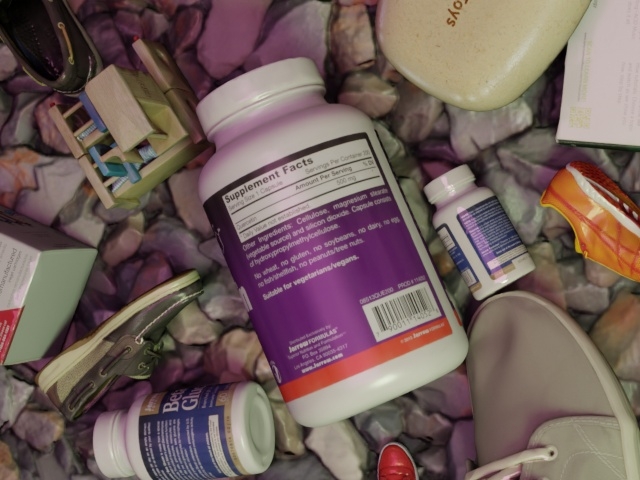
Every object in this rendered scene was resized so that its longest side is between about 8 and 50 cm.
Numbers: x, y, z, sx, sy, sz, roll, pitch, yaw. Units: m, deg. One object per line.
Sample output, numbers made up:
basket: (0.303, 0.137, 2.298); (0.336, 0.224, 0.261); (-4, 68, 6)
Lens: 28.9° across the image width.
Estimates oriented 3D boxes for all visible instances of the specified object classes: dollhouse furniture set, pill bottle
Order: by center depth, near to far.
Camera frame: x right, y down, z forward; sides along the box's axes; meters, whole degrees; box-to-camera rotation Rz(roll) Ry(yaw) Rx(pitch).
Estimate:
pill bottle: (0.000, 0.000, 1.170); (0.181, 0.181, 0.323); (-25, 83, 16)
pill bottle: (0.148, -0.009, 1.184); (0.067, 0.067, 0.120); (-31, 83, 15)
dollhouse furniture set: (-0.208, -0.120, 1.228); (0.129, 0.184, 0.129); (-35, 81, 15)
pill bottle: (-0.140, 0.198, 1.260); (0.169, 0.094, 0.094); (-10, 88, 16)

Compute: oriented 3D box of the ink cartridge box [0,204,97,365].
ink cartridge box: (-0.354, 0.034, 1.304); (0.176, 0.127, 0.128); (23, 98, 16)

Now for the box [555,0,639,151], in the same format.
box: (0.385, -0.187, 1.117); (0.322, 0.058, 0.232); (7, 93, 18)

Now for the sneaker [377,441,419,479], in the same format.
sneaker: (0.071, 0.260, 1.212); (0.042, 0.067, 0.118); (-4, 90, 16)

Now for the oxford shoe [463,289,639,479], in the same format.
oxford shoe: (0.190, 0.236, 1.059); (0.169, 0.130, 0.449); (-42, 45, 43)

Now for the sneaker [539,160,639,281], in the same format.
sneaker: (0.280, 0.003, 1.158); (0.175, 0.064, 0.067); (48, 124, 15)

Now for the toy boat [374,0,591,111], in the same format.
toy boat: (0.113, -0.291, 1.150); (0.318, 0.148, 0.267); (38, 124, 12)

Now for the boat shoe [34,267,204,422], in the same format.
boat shoe: (-0.198, 0.111, 1.289); (0.223, 0.080, 0.073); (-35, 87, 20)

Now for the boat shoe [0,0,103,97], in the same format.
boat shoe: (-0.315, -0.251, 1.318); (0.081, 0.069, 0.228); (-40, 80, 13)
